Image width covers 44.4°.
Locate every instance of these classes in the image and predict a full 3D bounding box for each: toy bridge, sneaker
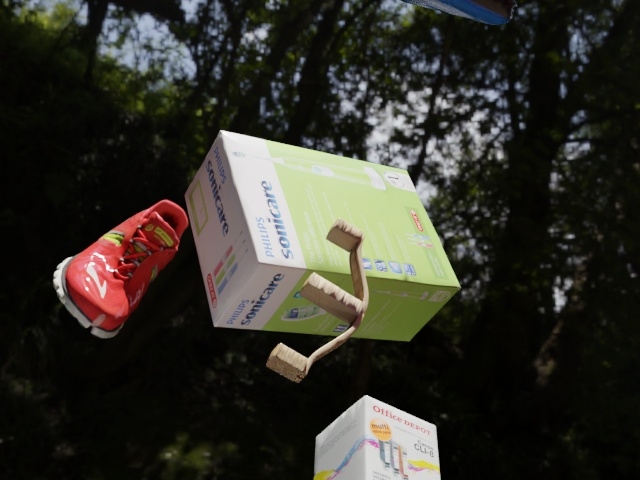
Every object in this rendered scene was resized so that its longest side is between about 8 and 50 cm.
[{"bbox_3d":[0.012,0.056,0.745,0.063,0.188,0.026,31,-42,-6],"label":"toy bridge"},{"bbox_3d":[-0.241,0.017,0.993,0.118,0.107,0.279,-39,15,20],"label":"sneaker"}]

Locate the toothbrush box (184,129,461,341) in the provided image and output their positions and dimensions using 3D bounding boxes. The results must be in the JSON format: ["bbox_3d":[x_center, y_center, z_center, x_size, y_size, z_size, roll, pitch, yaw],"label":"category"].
[{"bbox_3d":[0.000,0.000,0.958,0.283,0.206,0.122,9,-45,-34],"label":"toothbrush box"}]

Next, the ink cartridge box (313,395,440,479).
[{"bbox_3d":[0.074,0.325,1.044,0.128,0.176,0.127,27,-53,-20],"label":"ink cartridge box"}]

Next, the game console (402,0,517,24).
[{"bbox_3d":[0.023,-0.324,0.662,0.293,0.173,0.250,13,16,-32],"label":"game console"}]
